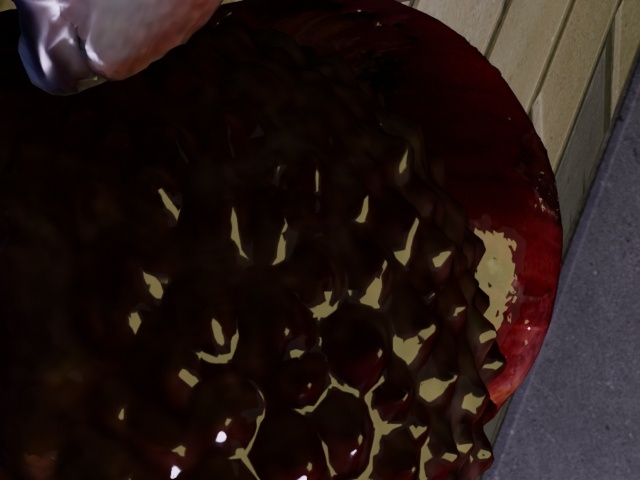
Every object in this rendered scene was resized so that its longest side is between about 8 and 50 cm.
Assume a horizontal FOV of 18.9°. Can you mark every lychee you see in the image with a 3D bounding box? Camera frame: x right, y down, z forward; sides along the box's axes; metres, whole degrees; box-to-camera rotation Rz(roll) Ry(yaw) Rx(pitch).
[{"bbox_3d":[-0.074,0.062,0.764,0.306,0.306,0.330,32,38,-75],"label":"lychee"}]

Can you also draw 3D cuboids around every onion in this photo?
[{"bbox_3d":[0.000,0.000,1.029,0.276,0.276,0.276,18,90,-75],"label":"onion"}]

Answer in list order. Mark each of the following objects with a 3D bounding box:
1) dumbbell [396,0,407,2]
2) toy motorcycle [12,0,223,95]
[{"bbox_3d":[0.028,-0.230,1.228,0.231,0.092,0.082,62,18,-70],"label":"dumbbell"},{"bbox_3d":[-0.089,-0.220,0.603,0.241,0.182,0.319,-23,135,-36],"label":"toy motorcycle"}]
